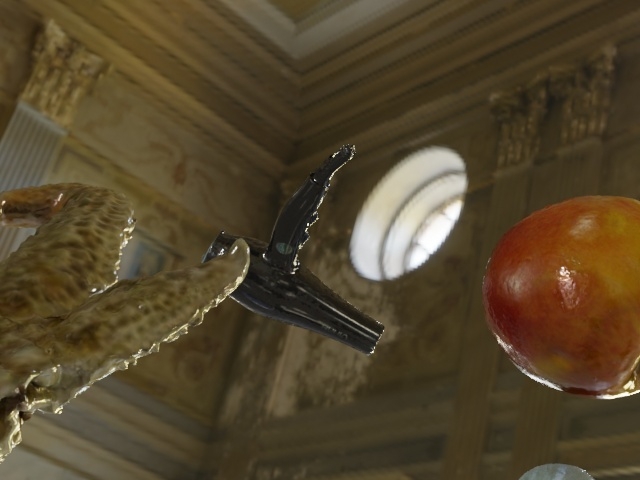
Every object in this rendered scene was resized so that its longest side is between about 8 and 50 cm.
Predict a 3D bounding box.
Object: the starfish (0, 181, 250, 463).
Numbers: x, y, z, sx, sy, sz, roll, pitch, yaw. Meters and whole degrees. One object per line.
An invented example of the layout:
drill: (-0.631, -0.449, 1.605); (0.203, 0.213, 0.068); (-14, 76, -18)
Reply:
starfish: (-0.241, 0.105, 0.635); (0.324, 0.432, 0.082); (12, -38, 51)

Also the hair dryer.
hair dryer: (0.000, 0.000, 1.086); (0.196, 0.075, 0.219); (28, -54, 2)

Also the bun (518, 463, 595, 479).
bun: (0.328, 0.378, 1.575); (0.141, 0.140, 0.083); (-8, -24, 34)

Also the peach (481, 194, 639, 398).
peach: (0.342, 0.065, 1.430); (0.238, 0.280, 0.281); (8, -19, -40)
